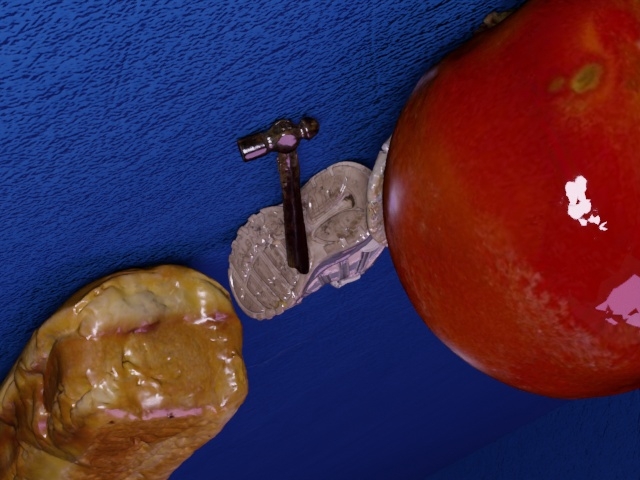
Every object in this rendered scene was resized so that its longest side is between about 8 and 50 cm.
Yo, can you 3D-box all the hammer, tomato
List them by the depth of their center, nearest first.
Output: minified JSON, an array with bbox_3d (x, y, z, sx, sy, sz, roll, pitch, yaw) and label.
[{"bbox_3d":[0.211,-0.040,0.996,0.325,0.290,0.293,-15,166,-33],"label":"tomato"},{"bbox_3d":[-0.027,-0.030,1.084,0.065,0.021,0.178,-16,142,-9],"label":"hammer"}]

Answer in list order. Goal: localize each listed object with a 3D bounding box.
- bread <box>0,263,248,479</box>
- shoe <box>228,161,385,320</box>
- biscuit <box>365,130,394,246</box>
[{"bbox_3d":[-0.202,0.144,1.269,0.195,0.149,0.344,1,154,-28],"label":"bread"},{"bbox_3d":[0.000,0.000,1.201,0.180,0.089,0.092,-40,159,24],"label":"shoe"},{"bbox_3d":[0.087,-0.059,1.121,0.152,0.020,0.152,-35,143,-31],"label":"biscuit"}]
